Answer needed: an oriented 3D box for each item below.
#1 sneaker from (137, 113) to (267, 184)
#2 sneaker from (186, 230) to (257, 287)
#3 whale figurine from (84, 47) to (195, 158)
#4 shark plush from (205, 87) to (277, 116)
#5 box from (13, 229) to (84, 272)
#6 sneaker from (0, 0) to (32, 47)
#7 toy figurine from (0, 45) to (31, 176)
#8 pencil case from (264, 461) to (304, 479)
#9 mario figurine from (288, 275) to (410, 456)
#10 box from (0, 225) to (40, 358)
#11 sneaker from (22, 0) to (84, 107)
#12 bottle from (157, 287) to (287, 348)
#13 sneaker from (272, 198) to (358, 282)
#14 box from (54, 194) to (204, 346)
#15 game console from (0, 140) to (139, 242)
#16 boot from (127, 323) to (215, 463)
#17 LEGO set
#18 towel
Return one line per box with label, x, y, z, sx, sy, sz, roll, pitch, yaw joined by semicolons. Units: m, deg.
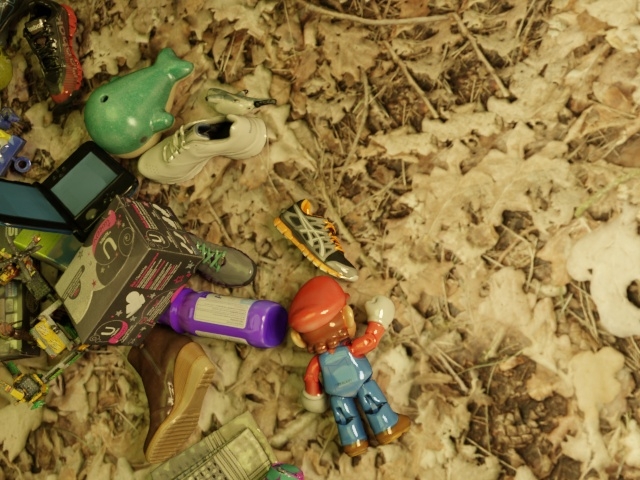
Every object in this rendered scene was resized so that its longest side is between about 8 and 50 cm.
sneaker;-0.264;-0.205;1.531;0.297;0.129;0.111;-19;75;19
sneaker;-0.239;0.035;1.488;0.223;0.098;0.083;19;87;24
whale figurine;-0.400;-0.313;1.599;0.216;0.141;0.272;39;88;28
shark plush;-0.175;-0.304;1.558;0.161;0.073;0.067;-4;48;26
box;-0.568;0.007;1.618;0.178;0.042;0.109;26;66;7
sneaker;-0.807;-0.615;1.826;0.125;0.139;0.341;25;88;26
toy figurine;-0.776;-0.255;1.773;0.217;0.191;0.362;34;85;-6
pencil case;-0.081;0.479;1.313;0.070;0.064;0.152;14;82;34
mario figurine;0.053;0.215;1.347;0.198;0.170;0.320;-19;82;-20
box;-0.807;0.087;1.680;0.318;0.097;0.395;-6;77;5
sneaker;-0.635;-0.450;1.727;0.097;0.135;0.276;-15;76;17
bottle;-0.209;0.148;1.443;0.283;0.118;0.092;6;84;25
sneaker;0.000;0.000;1.410;0.083;0.084;0.215;-48;66;2
box;-0.374;0.061;1.413;0.247;0.142;0.163;-50;57;18
game console;-0.568;-0.128;1.542;0.250;0.173;0.293;-47;44;-9
boot;-0.329;0.300;1.496;0.207;0.090;0.248;30;93;36
LEGO set;-0.613;0.169;1.493;0.255;0.192;0.331;-32;86;-12
towel;-0.187;0.536;1.391;0.312;0.056;0.324;-38;68;11
